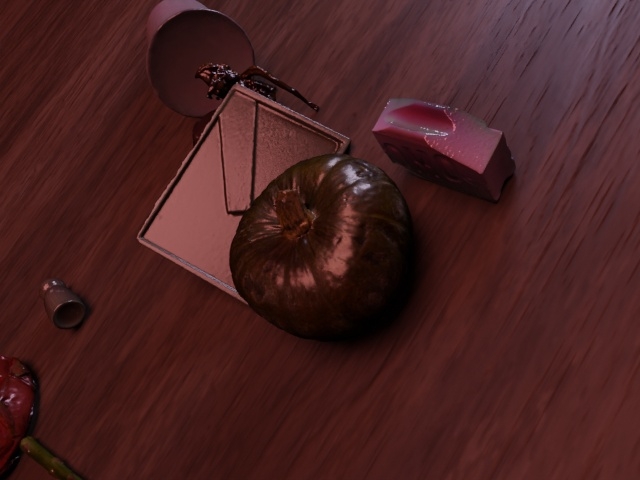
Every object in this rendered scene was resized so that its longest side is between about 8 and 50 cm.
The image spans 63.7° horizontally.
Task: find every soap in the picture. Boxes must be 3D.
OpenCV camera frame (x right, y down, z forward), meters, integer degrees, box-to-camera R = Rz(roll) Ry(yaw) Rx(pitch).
[{"bbox_3d":[0.134,-0.107,0.582,0.149,0.100,0.056,27,80,38],"label":"soap"}]

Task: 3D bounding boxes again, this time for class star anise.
[{"bbox_3d":[-0.096,-0.226,0.784,0.097,0.190,0.070,-90,24,-75],"label":"star anise"}]

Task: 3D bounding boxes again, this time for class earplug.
[{"bbox_3d":[-0.239,-0.359,0.922,0.172,0.172,0.301,-40,42,7],"label":"earplug"}]

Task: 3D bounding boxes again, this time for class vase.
[{"bbox_3d":[-0.426,0.100,0.844,0.100,0.053,0.053,29,82,44],"label":"vase"}]

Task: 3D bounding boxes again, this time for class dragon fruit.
[{"bbox_3d":[-0.561,0.270,0.768,0.223,0.148,0.219,-11,60,27],"label":"dragon fruit"}]

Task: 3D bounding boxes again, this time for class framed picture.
[{"bbox_3d":[-0.103,-0.068,0.700,0.192,0.018,0.266,29,80,7],"label":"framed picture"}]

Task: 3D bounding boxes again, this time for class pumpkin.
[{"bbox_3d":[0.000,0.000,0.568,0.218,0.162,0.219,-16,53,23],"label":"pumpkin"}]

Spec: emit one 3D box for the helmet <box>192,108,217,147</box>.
[{"bbox_3d":[-0.145,-0.165,0.798,0.123,0.070,0.098,-21,63,14],"label":"helmet"}]

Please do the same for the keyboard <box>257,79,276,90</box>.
[{"bbox_3d":[-0.132,-0.201,0.857,0.053,0.010,0.155,33,84,38],"label":"keyboard"}]

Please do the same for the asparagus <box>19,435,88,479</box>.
[{"bbox_3d":[-0.335,0.313,0.686,0.248,0.025,0.024,9,54,35],"label":"asparagus"}]
